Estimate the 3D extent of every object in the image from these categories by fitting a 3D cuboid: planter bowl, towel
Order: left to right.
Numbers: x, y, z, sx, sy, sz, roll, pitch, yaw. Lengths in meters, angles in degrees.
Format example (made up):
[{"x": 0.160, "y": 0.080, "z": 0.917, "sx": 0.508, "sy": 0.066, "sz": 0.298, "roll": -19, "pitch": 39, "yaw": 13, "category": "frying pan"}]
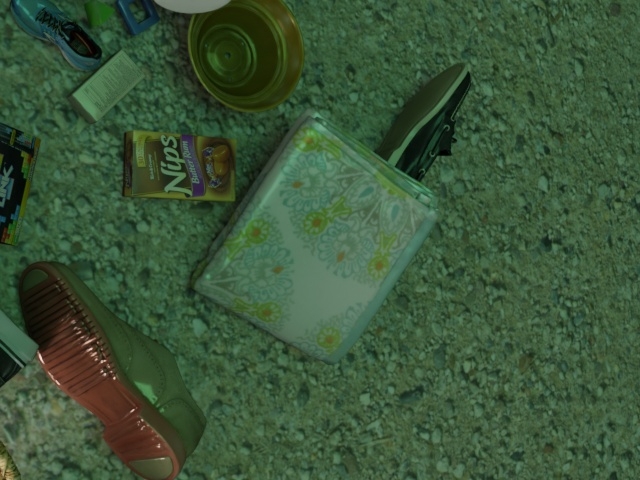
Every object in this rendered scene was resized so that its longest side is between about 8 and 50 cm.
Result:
[{"x": -0.142, "y": -0.322, "z": 1.511, "sx": 0.217, "sy": 0.090, "sz": 0.217, "roll": 0, "pitch": 90, "yaw": -32, "category": "planter bowl"}, {"x": 0.000, "y": 0.000, "z": 1.557, "sx": 0.320, "sy": 0.090, "sz": 0.375, "roll": 33, "pitch": 92, "yaw": -23, "category": "towel"}]

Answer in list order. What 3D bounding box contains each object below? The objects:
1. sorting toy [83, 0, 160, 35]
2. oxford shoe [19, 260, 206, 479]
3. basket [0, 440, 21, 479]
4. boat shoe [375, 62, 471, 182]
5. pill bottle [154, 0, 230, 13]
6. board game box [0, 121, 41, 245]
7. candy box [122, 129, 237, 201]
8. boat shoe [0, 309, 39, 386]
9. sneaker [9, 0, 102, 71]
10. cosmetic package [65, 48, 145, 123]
[{"x": -0.338, "y": -0.494, "z": 1.381, "sx": 0.196, "sy": 0.047, "sz": 0.348, "roll": -28, "pitch": 110, "yaw": -44, "category": "sorting toy"}, {"x": -0.326, "y": 0.190, "z": 1.404, "sx": 0.397, "sy": 0.140, "sz": 0.146, "roll": 60, "pitch": 33, "yaw": -12, "category": "oxford shoe"}, {"x": -0.567, "y": 0.284, "z": 1.101, "sx": 0.299, "sy": 0.214, "sz": 0.223, "roll": -33, "pitch": 63, "yaw": -21, "category": "basket"}, {"x": 0.198, "y": -0.184, "z": 1.692, "sx": 0.113, "sy": 0.127, "sz": 0.340, "roll": 41, "pitch": 73, "yaw": -21, "category": "boat shoe"}, {"x": -0.208, "y": -0.515, "z": 1.391, "sx": 0.160, "sy": 0.160, "sz": 0.283, "roll": 4, "pitch": 72, "yaw": -31, "category": "pill bottle"}, {"x": -0.486, "y": -0.088, "z": 1.289, "sx": 0.141, "sy": 0.048, "sz": 0.171, "roll": 25, "pitch": 75, "yaw": -68, "category": "board game box"}, {"x": -0.233, "y": -0.121, "z": 1.479, "sx": 0.186, "sy": 0.053, "sz": 0.109, "roll": 1, "pitch": 90, "yaw": -30, "category": "candy box"}, {"x": -0.551, "y": 0.095, "z": 1.248, "sx": 0.335, "sy": 0.121, "sz": 0.119, "roll": 47, "pitch": 64, "yaw": -24, "category": "boat shoe"}, {"x": -0.400, "y": -0.330, "z": 1.366, "sx": 0.162, "sy": 0.073, "sz": 0.063, "roll": 36, "pitch": 72, "yaw": -25, "category": "sneaker"}, {"x": -0.344, "y": -0.246, "z": 1.418, "sx": 0.115, "sy": 0.041, "sz": 0.060, "roll": -48, "pitch": 113, "yaw": -22, "category": "cosmetic package"}]
